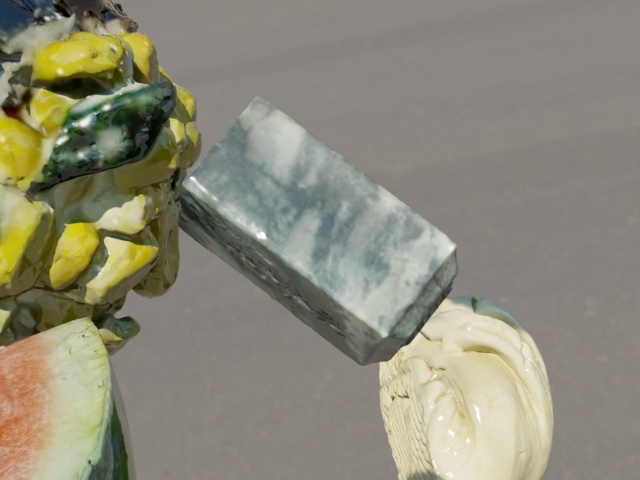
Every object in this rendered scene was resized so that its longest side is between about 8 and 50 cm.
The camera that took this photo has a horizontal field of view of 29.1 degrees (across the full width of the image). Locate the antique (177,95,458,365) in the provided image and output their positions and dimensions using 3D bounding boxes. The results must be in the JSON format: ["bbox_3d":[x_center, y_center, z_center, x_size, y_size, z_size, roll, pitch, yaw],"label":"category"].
[{"bbox_3d":[0.000,0.000,0.840,0.086,0.183,0.088,-51,-6,-20],"label":"antique"}]

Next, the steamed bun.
[{"bbox_3d":[0.199,0.206,1.578,0.203,0.275,0.289,-4,7,-11],"label":"steamed bun"}]

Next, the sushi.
[{"bbox_3d":[-0.242,-0.068,0.936,0.285,0.328,0.328,37,71,15],"label":"sushi"}]

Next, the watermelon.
[{"bbox_3d":[-0.201,0.165,0.665,0.232,0.193,0.310,-28,40,17],"label":"watermelon"}]
